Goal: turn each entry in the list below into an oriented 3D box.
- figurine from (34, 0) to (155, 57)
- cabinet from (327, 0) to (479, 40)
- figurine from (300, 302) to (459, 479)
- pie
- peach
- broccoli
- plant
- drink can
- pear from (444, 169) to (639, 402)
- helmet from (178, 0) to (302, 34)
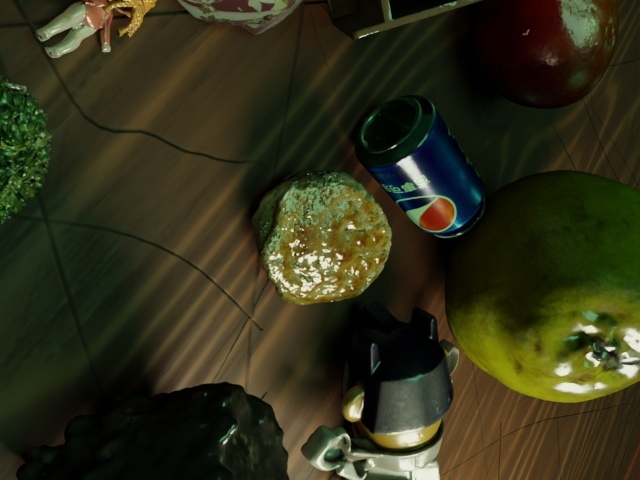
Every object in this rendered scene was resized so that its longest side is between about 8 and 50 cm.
[{"bbox_3d":[-0.185,-0.190,0.439,0.109,0.047,0.064,-45,154,-20],"label":"figurine"},{"bbox_3d":[0.105,-0.332,0.531,0.215,0.148,0.175,-17,120,0],"label":"cabinet"},{"bbox_3d":[0.106,0.232,0.722,0.308,0.143,0.308,-32,127,-55],"label":"figurine"},{"bbox_3d":[0.000,0.000,0.624,0.163,0.079,0.193,-49,128,-13],"label":"pie"},{"bbox_3d":[0.345,-0.322,0.798,0.243,0.199,0.243,-6,99,-43],"label":"peach"},{"bbox_3d":[-0.247,-0.062,0.383,0.092,0.097,0.095,2,65,-49],"label":"broccoli"},{"bbox_3d":[-0.141,0.230,0.452,0.234,0.204,0.178,-25,145,10],"label":"plant"},{"bbox_3d":[0.142,-0.094,0.710,0.205,0.118,0.118,40,71,-40],"label":"drink can"},{"bbox_3d":[0.355,0.059,0.784,0.413,0.352,0.352,-35,127,-73],"label":"pear"},{"bbox_3d":[-0.067,-0.284,0.487,0.177,0.107,0.153,1,100,-44],"label":"helmet"}]
